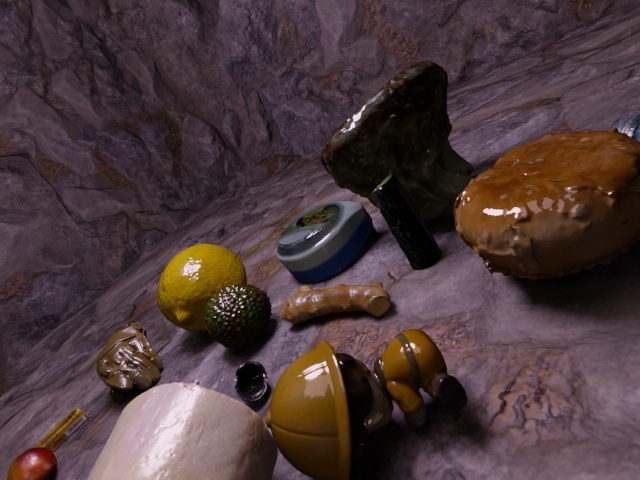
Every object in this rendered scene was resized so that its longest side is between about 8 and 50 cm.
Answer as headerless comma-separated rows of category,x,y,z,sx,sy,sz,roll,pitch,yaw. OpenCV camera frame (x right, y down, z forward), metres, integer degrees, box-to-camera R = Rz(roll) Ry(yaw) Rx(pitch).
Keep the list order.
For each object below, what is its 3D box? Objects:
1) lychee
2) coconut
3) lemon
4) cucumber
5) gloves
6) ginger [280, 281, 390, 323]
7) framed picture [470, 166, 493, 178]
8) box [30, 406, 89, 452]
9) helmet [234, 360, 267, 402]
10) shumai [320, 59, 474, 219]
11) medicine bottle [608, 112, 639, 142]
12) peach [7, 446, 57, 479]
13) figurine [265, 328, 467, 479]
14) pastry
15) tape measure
lychee,-0.200,0.181,1.008,0.171,0.171,0.171,-27,20,11
coconut,-0.182,0.320,0.562,0.239,0.239,0.244,-25,23,15
lemon,-0.338,0.135,1.191,0.268,0.267,0.267,-27,20,11
cucumber,0.193,-0.042,0.896,0.078,0.211,0.062,-39,20,-27
gloves,-0.552,0.331,1.168,0.154,0.141,0.331,-35,20,-15
ginger,0.030,0.139,0.916,0.299,0.065,0.118,-9,33,40
framed picture,0.482,-0.153,1.026,0.315,0.024,0.232,-21,22,23
box,-0.707,0.525,1.100,0.089,0.022,0.156,-9,29,46
helmet,-0.138,0.289,0.818,0.065,0.049,0.083,-1,49,-7
shumai,0.225,-0.206,1.023,0.395,0.348,0.395,-39,-4,-3
medicine bottle,0.631,-0.162,0.661,0.141,0.141,0.293,-34,21,-7
peach,-0.651,0.525,0.928,0.101,0.100,0.100,-27,20,11
figurine,0.051,0.212,0.570,0.257,0.167,0.192,-30,6,-5
pastry,0.382,-0.045,0.674,0.316,0.184,0.285,-37,24,-24
tape measure,0.001,-0.002,1.185,0.259,0.138,0.262,-6,31,51
